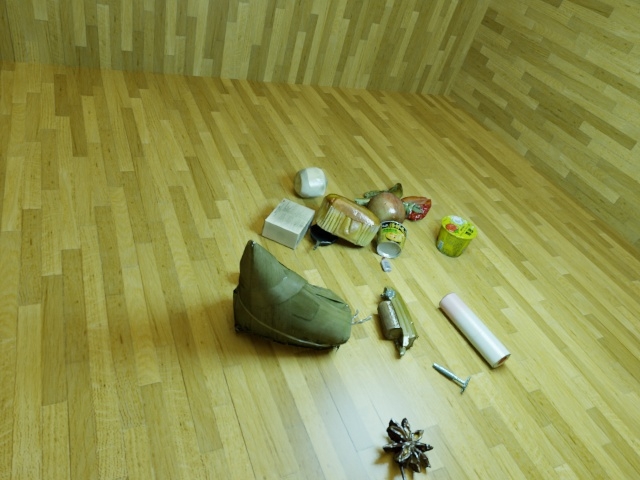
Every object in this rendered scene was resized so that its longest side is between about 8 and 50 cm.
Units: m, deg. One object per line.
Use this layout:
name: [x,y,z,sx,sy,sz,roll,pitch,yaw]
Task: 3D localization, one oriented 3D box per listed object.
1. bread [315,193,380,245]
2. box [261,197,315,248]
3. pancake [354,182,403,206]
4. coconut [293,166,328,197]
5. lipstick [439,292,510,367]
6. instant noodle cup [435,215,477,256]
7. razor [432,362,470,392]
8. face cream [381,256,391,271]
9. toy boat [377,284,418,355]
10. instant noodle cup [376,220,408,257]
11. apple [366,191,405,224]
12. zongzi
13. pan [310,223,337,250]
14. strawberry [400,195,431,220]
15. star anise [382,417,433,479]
bread: [0.131,-0.105,2.096,0.288,0.156,0.204,27,21,-2]
box: [-0.142,-0.079,2.056,0.168,0.095,0.212,25,38,6]
pancake: [0.313,-0.242,2.417,0.198,0.054,0.377,15,27,39]
coconut: [-0.043,-0.289,2.299,0.162,0.161,0.161,-2,43,-28]
lipstick: [0.612,0.353,1.840,0.087,0.087,0.326,-10,46,-31]
instant noodle cup: [0.655,-0.014,2.255,0.183,0.144,0.182,10,39,-8]
razor: [0.471,0.487,1.669,0.135,0.040,0.068,29,39,21]
face cream: [0.293,0.106,2.064,0.040,0.021,0.083,7,40,-15]
toy boat: [0.284,0.301,1.772,0.116,0.089,0.310,2,41,-15]
instant noodle cup: [0.322,0.002,2.116,0.152,0.151,0.122,19,50,0]
apple: [0.319,-0.134,2.233,0.189,0.188,0.173,3,43,-19]
zongzi: [-0.032,0.198,1.482,0.501,0.466,0.218,15,60,-6]
pan: [-0.013,-0.009,2.059,0.128,0.048,0.202,37,41,24]
strawberry: [0.496,-0.175,2.432,0.175,0.097,0.228,14,23,20]
star anise: [0.243,0.627,1.368,0.177,0.073,0.234,48,30,22]
